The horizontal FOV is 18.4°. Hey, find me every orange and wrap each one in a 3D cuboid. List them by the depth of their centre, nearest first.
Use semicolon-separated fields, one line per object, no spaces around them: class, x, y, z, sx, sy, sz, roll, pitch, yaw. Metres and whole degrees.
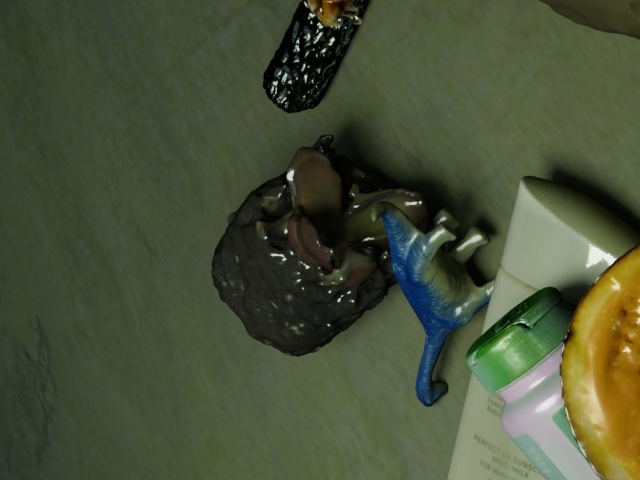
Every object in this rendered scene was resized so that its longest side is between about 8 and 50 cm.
orange;0.360;0.112;1.619;0.274;0.310;0.274;172;90;-67

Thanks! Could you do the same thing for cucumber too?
cucumber;0.021;-0.270;2.054;0.072;0.072;0.300;45;124;32

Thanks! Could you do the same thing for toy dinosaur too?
toy dinosaur;0.089;0.059;1.950;0.188;0.248;0.075;-51;43;13

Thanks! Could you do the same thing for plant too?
plant;0.000;0.000;2.027;0.178;0.204;0.234;52;139;16

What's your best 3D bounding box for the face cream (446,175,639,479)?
face cream;0.224;0.127;1.891;0.173;0.081;0.348;25;113;34

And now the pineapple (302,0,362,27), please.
pineapple;0.079;-0.363;1.870;0.272;0.262;0.262;-22;78;10

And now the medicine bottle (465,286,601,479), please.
medicine bottle;0.253;0.175;1.769;0.274;0.133;0.133;49;130;-2

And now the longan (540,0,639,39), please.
longan;0.292;-0.349;1.561;0.391;0.391;0.391;7;100;44
